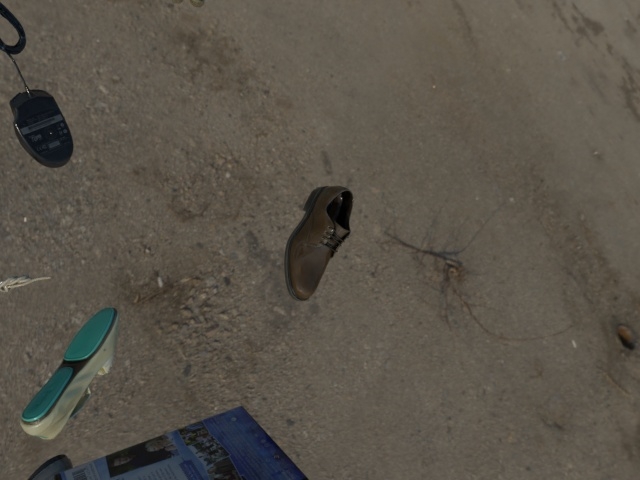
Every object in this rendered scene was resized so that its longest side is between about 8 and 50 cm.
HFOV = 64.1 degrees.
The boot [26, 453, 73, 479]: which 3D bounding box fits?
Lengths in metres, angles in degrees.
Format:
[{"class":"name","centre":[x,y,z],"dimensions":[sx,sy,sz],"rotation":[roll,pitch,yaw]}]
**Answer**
[{"class":"boot","centre":[-0.324,0.378,0.748],"dimensions":[0.223,0.118,0.338],"rotation":[27,59,28]}]

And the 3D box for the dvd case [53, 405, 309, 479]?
[{"class":"dvd case","centre":[-0.165,0.293,0.615],"dimensions":[0.253,0.180,0.022],"rotation":[-10,112,-34]}]

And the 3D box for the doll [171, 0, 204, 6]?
[{"class":"doll","centre":[-0.153,-0.398,0.771],"dimensions":[0.129,0.189,0.046],"rotation":[-11,104,-41]}]

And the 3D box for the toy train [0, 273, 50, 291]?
[{"class":"toy train","centre":[-0.652,0.056,0.954],"dimensions":[0.248,0.105,0.143],"rotation":[-18,59,-26]}]

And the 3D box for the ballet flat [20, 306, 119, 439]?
[{"class":"ballet flat","centre":[-0.420,0.232,0.897],"dimensions":[0.086,0.086,0.248],"rotation":[37,47,-13]}]

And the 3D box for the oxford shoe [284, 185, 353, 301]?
[{"class":"oxford shoe","centre":[0.000,0.000,0.911],"dimensions":[0.083,0.096,0.227],"rotation":[27,72,-36]}]

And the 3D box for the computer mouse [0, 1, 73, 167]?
[{"class":"computer mouse","centre":[-0.414,-0.214,0.702],"dimensions":[0.071,0.041,0.241],"rotation":[-37,124,-41]}]
